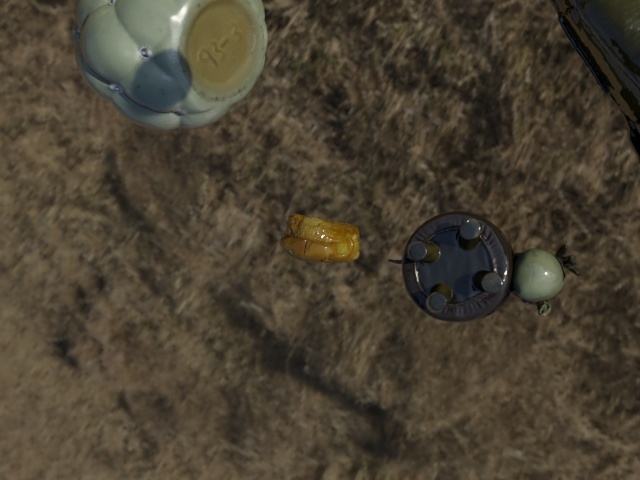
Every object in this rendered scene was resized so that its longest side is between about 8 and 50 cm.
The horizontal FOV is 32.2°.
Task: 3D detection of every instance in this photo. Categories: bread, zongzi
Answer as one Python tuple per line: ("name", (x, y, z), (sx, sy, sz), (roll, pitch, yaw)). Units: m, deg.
("bread", (0.000, 0.000, 1.120), (0.081, 0.046, 0.083), (8, -179, 5))
("zongzi", (0.330, -0.212, 0.929), (0.289, 0.154, 0.317), (54, 162, -6))

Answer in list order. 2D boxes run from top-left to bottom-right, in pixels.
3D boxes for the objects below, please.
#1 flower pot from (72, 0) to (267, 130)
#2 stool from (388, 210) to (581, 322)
("flower pot", (-0.186, -0.258, 1.407), (0.195, 0.246, 0.246), (17, 142, 42))
("stool", (0.181, 0.034, 1.235), (0.217, 0.125, 0.121), (9, 178, 7))
